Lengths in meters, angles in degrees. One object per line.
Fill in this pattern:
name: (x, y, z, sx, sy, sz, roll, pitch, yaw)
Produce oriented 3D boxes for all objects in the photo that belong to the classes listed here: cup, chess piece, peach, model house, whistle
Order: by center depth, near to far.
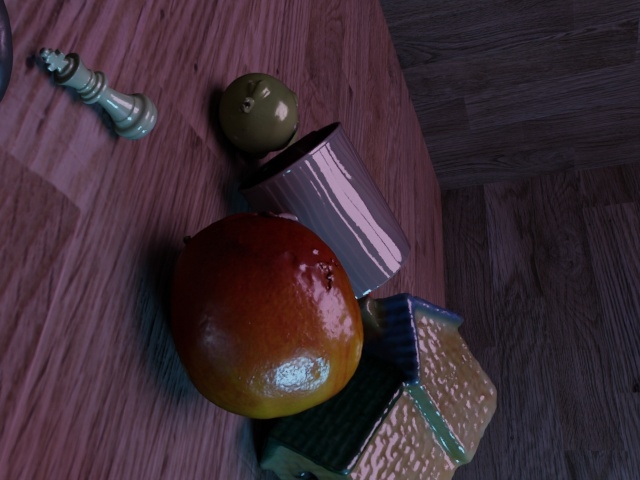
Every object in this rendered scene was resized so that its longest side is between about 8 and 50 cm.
chess piece: (-0.254, -0.173, 0.669, 0.149, 0.059, 0.059, 39, 47, -58)
peach: (-0.067, 0.096, 0.776, 0.238, 0.280, 0.281, -35, 116, -57)
cup: (0.010, -0.037, 1.006, 0.273, 0.208, 0.288, 57, 9, -16)
whistle: (-0.104, -0.219, 1.048, 0.294, 0.141, 0.141, -94, 175, -84)
model house: (0.065, 0.299, 1.065, 0.343, 0.334, 0.382, 57, 45, -15)

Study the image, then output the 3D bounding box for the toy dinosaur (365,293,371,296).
toy dinosaur: (0.070, 0.003, 1.247, 0.139, 0.070, 0.286, 11, 83, -52)

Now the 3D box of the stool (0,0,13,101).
stool: (-0.296, -0.114, 0.376, 0.139, 0.153, 0.228, -43, 124, -67)

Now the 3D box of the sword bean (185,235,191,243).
sword bean: (-0.178, 0.020, 0.875, 0.083, 0.012, 0.012, 60, 30, -46)
